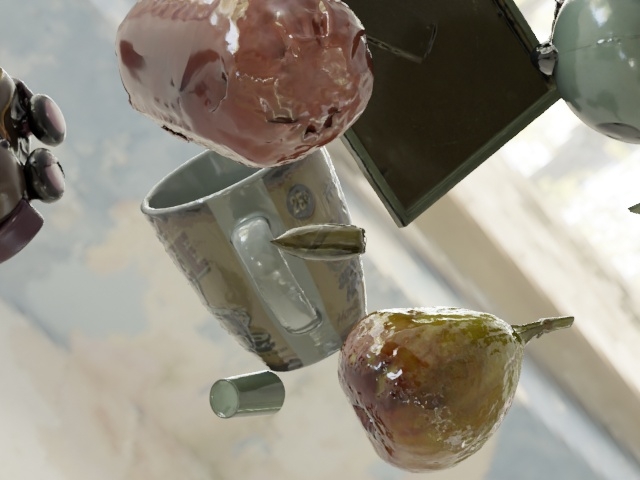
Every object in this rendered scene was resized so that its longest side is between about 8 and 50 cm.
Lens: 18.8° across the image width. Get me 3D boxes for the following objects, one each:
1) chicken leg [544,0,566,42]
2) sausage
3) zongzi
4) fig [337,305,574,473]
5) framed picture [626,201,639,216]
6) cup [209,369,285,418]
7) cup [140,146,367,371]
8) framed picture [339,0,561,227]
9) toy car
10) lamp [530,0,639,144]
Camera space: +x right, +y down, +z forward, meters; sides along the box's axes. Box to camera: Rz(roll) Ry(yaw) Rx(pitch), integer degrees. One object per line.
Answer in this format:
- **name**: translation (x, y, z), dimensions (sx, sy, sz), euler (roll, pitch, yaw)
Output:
- **chicken leg**: translation (0.278, -0.231, 2.032), dimensions (0.080, 0.125, 0.196), euler (17, -135, -26)
- **sausage**: translation (-0.063, -0.140, 1.489), dimensions (0.152, 0.152, 0.280), euler (42, 169, -29)
- **zongzi**: translation (0.000, 0.000, 1.939), dimensions (0.083, 0.076, 0.040), euler (10, -101, -66)
- **fig**: translation (0.141, 0.116, 1.787), dimensions (0.257, 0.159, 0.159), euler (-21, -110, -32)
- **framed picture**: translation (0.468, -0.053, 1.923), dimensions (0.293, 0.231, 0.018), euler (10, -120, -54)
- **cup**: translation (-0.094, 0.177, 2.276), dimensions (0.075, 0.054, 0.083), euler (38, -158, 30)
- **cup**: translation (-0.048, 0.023, 2.235), dimensions (0.257, 0.227, 0.301), euler (61, -177, -16)
- **framed picture**: translation (0.076, -0.217, 1.897), dimensions (0.335, 0.247, 0.022), euler (55, 157, -12)
- **toy car**: translation (-0.519, -0.124, 2.665), dimensions (0.240, 0.271, 0.340), euler (51, -159, -45)
- **lamp**: translation (0.330, -0.179, 1.797), dimensions (0.198, 0.244, 0.197), euler (2, -93, -38)
